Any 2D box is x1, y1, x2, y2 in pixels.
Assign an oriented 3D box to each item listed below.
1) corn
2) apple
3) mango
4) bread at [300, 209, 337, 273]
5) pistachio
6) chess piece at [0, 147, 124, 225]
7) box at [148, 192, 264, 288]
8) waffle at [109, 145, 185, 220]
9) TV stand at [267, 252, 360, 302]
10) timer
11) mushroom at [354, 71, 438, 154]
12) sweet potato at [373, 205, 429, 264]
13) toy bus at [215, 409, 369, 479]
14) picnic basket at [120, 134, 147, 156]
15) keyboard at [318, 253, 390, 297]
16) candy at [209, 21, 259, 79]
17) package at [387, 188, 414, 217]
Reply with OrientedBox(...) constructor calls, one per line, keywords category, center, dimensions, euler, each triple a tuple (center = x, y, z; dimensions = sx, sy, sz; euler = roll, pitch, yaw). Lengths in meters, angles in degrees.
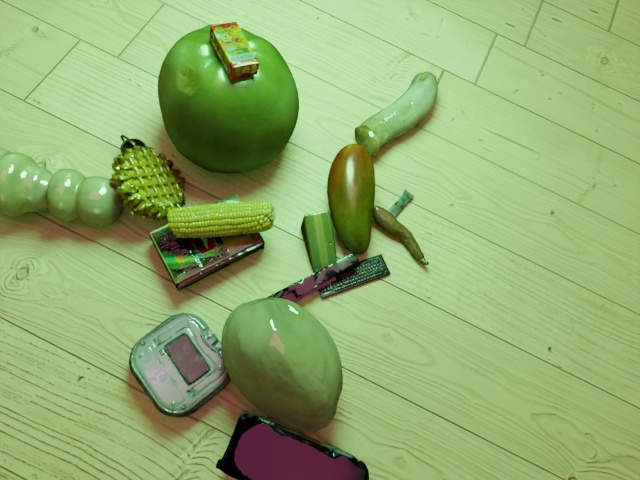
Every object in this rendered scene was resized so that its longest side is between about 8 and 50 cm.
OrientedBox(category="corn", center=(-0.232, -0.049, 1.066), dimensions=(0.249, 0.081, 0.081), euler=(-6, 72, -13))
OrientedBox(category="apple", center=(-0.224, -0.344, 1.121), dimensions=(0.358, 0.357, 0.356), euler=(3, 70, -7))
OrientedBox(category="mango", center=(0.083, -0.113, 1.171), dimensions=(0.129, 0.146, 0.288), euler=(-2, 72, -4))
OrientedBox(category="bread", center=(0.001, 0.005, 1.151), dimensions=(0.074, 0.084, 0.139), euler=(-11, 73, -13))
OrientedBox(category="pistachio", center=(-0.073, 0.270, 0.985), dimensions=(0.226, 0.208, 0.331), euler=(-42, 94, -12))
OrientedBox(category="chess piece", center=(-0.628, -0.117, 1.069), dimensions=(0.300, 0.167, 0.166), euler=(9, 69, -10))
OrientedBox(category="box", center=(-0.279, 0.003, 1.118), dimensions=(0.240, 0.071, 0.159), euler=(-28, 79, -17))
OrientedBox(category="waffle", center=(-0.419, -0.136, 1.108), dimensions=(0.197, 0.070, 0.192), euler=(25, 46, -46))
OrientedBox(category="TV stand", center=(-0.015, 0.104, 1.127), dimensions=(0.249, 0.042, 0.036), euler=(-27, 69, -12))
OrientedBox(category="timer", center=(-0.315, 0.279, 1.017), dimensions=(0.191, 0.069, 0.208), euler=(-37, 78, -21))
OrientedBox(category="mushroom", center=(0.237, -0.381, 1.321), dimensions=(0.123, 0.095, 0.351), euler=(36, 67, 24))
OrientedBox(category="sweet potato", center=(0.217, -0.015, 1.211), dimensions=(0.214, 0.050, 0.050), euler=(45, 71, 2))
OrientedBox(category="toy bus", center=(-0.055, 0.468, 0.943), dimensions=(0.303, 0.147, 0.127), euler=(22, 74, -2))
OrientedBox(category="picnic basket", center=(-0.489, -0.242, 1.168), dimensions=(0.072, 0.083, 0.071), euler=(2, 70, -6))
OrientedBox(category="keyboard", center=(0.084, 0.093, 1.171), dimensions=(0.198, 0.010, 0.063), euler=(-18, 72, -14))
OrientedBox(category="candy", center=(-0.184, -0.404, 0.948), dimensions=(0.062, 0.038, 0.121), euler=(-21, 74, -24))
OrientedBox(category="package", center=(0.219, -0.098, 1.256), dimensions=(0.037, 0.015, 0.110), euler=(42, 72, 2))
